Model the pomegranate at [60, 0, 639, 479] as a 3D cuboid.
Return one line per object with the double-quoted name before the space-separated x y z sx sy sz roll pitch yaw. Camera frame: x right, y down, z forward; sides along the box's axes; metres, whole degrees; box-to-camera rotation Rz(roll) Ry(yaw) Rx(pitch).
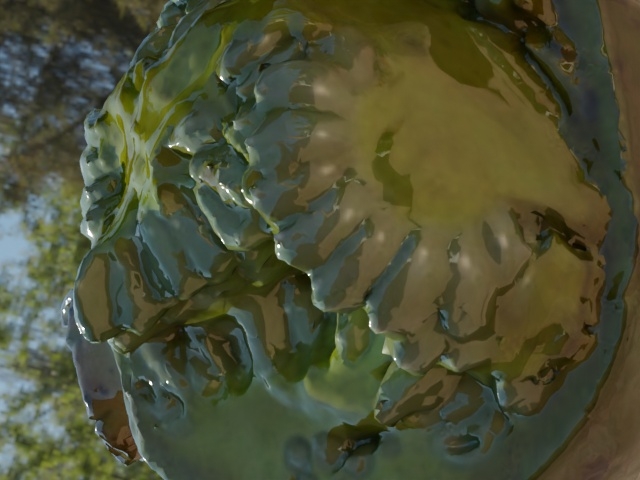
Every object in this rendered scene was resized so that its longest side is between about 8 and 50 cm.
"pomegranate" 0.008 0.007 0.453 0.341 0.260 0.260 -26 31 40
